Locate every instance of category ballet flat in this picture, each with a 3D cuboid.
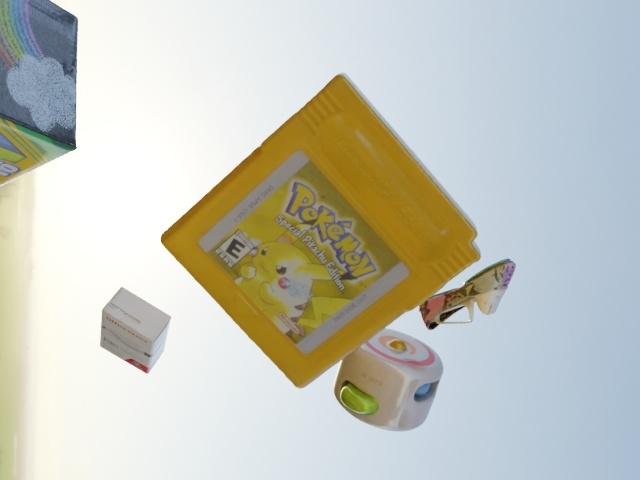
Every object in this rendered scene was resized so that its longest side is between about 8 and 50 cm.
[{"bbox_3d":[0.275,0.110,1.270,0.222,0.077,0.079,-32,-118,38],"label":"ballet flat"}]

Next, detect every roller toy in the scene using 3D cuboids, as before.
[{"bbox_3d":[0.130,0.254,1.319,0.209,0.191,0.146,-108,-147,-72],"label":"roller toy"}]

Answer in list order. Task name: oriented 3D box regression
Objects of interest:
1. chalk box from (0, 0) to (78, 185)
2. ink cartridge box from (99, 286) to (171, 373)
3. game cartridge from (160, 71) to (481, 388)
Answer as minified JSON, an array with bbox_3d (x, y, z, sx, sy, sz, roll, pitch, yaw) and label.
[{"bbox_3d":[-0.300,-0.135,0.489,0.132,0.213,0.132,-18,-113,27],"label":"chalk box"},{"bbox_3d":[-0.337,0.165,1.251,0.063,0.109,0.150,-57,177,-38],"label":"ink cartridge box"},{"bbox_3d":[0.000,0.000,0.877,0.324,0.285,0.052,-40,-172,20],"label":"game cartridge"}]
